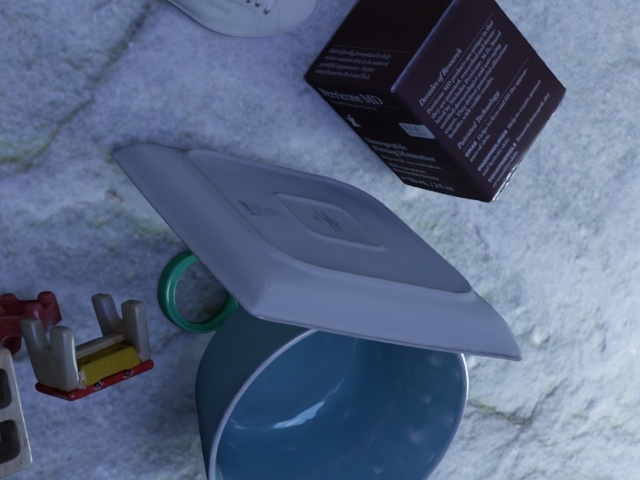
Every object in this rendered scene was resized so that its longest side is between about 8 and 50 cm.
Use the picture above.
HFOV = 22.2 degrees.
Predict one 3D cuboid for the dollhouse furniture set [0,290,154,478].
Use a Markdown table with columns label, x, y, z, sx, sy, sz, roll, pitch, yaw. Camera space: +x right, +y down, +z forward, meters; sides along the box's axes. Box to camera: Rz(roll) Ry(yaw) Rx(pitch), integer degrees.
| label | x | y | z | sx | sy | sz | roll | pitch | yaw |
| --- | --- | --- | --- | --- | --- | --- | --- | --- | --- |
| dollhouse furniture set | -0.359 | 0.167 | 1.539 | 0.374 | 0.201 | 0.152 | -20 | 110 | -38 |

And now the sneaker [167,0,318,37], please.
| label | x | y | z | sx | sy | sz | roll | pitch | yaw |
| --- | --- | --- | --- | --- | --- | --- | --- | --- | --- |
| sneaker | -0.101 | -0.273 | 1.681 | 0.290 | 0.123 | 0.106 | 11 | 90 | -38 |

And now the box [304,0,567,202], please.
| label | x | y | z | sx | sy | sz | roll | pitch | yaw |
| --- | --- | --- | --- | --- | --- | --- | --- | --- | --- |
| box | 0.131 | -0.175 | 1.836 | 0.203 | 0.168 | 0.167 | 44 | 74 | -33 |

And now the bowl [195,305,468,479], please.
| label | x | y | z | sx | sy | sz | roll | pitch | yaw |
| --- | --- | --- | --- | --- | --- | --- | --- | --- | --- |
| bowl | -0.012 | 0.163 | 1.769 | 0.311 | 0.163 | 0.312 | -17 | 129 | -22 |

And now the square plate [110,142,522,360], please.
| label | x | y | z | sx | sy | sz | roll | pitch | yaw |
| --- | --- | --- | --- | --- | --- | --- | --- | --- | --- |
| square plate | 0.000 | 0.000 | 1.669 | 0.344 | 0.347 | 0.049 | 12 | 111 | -37 |

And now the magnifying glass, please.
| label | x | y | z | sx | sy | sz | roll | pitch | yaw |
| --- | --- | --- | --- | --- | --- | --- | --- | --- | --- |
| magnifying glass | -0.079 | 0.065 | 1.821 | 0.231 | 0.026 | 0.092 | 11 | 92 | -37 |
